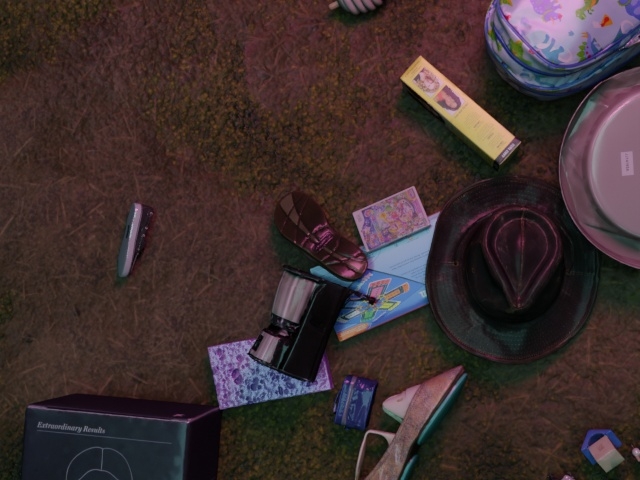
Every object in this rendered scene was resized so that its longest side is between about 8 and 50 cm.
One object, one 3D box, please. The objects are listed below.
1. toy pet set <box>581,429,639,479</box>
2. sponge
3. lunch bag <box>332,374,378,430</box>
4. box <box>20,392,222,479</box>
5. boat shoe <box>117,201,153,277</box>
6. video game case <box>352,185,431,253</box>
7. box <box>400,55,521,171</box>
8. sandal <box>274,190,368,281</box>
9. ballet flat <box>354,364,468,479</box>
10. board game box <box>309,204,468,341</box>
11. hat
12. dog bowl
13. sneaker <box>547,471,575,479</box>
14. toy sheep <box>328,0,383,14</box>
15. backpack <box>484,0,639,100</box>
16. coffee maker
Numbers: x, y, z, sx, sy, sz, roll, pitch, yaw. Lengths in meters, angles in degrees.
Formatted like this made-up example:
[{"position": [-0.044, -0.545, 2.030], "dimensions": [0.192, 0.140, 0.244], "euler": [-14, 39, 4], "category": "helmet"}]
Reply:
[{"position": [0.489, 0.380, 1.780], "dimensions": [0.122, 0.065, 0.114], "euler": [-38, 117, 9], "category": "toy pet set"}, {"position": [-0.090, 0.229, 1.886], "dimensions": [0.210, 0.031, 0.117], "euler": [-12, 85, 9], "category": "sponge"}, {"position": [0.058, 0.287, 1.840], "dimensions": [0.065, 0.067, 0.098], "euler": [14, 91, 10], "category": "lunch bag"}, {"position": [-0.351, 0.482, 1.827], "dimensions": [0.294, 0.212, 0.395], "euler": [4, 89, 10], "category": "box"}, {"position": [-0.341, 0.001, 1.933], "dimensions": [0.040, 0.049, 0.142], "euler": [11, 95, -28], "category": "boat shoe"}, {"position": [0.125, -0.037, 1.856], "dimensions": [0.122, 0.011, 0.087], "euler": [-24, 59, 8], "category": "video game case"}, {"position": [0.243, -0.220, 1.827], "dimensions": [0.232, 0.087, 0.058], "euler": [42, 92, 10], "category": "box"}, {"position": [0.000, 0.000, 1.865], "dimensions": [0.219, 0.060, 0.090], "euler": [39, 73, 22], "category": "sandal"}, {"position": [0.137, 0.336, 1.810], "dimensions": [0.106, 0.107, 0.316], "euler": [30, 91, 17], "category": "ballet flat"}, {"position": [0.135, 0.059, 1.859], "dimensions": [0.281, 0.027, 0.145], "euler": [-24, 82, 7], "category": "board game box"}, {"position": [0.333, 0.042, 1.756], "dimensions": [0.331, 0.134, 0.331], "euler": [0, 83, -1], "category": "hat"}, {"position": [0.554, -0.126, 1.727], "dimensions": [0.349, 0.102, 0.348], "euler": [0, 95, -1], "category": "dog bowl"}, {"position": [0.404, 0.434, 1.793], "dimensions": [0.098, 0.038, 0.069], "euler": [-49, 55, 25], "category": "sneaker"}, {"position": [0.073, -0.448, 1.868], "dimensions": [0.132, 0.091, 0.091], "euler": [-28, 83, 21], "category": "toy sheep"}, {"position": [0.432, -0.398, 1.740], "dimensions": [0.355, 0.273, 0.290], "euler": [-39, 88, 18], "category": "backpack"}, {"position": [-0.017, 0.151, 1.803], "dimensions": [0.171, 0.120, 0.178], "euler": [21, 89, 10], "category": "coffee maker"}]
